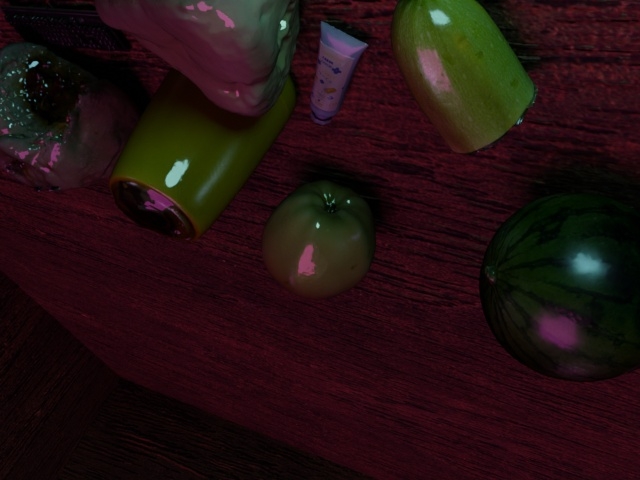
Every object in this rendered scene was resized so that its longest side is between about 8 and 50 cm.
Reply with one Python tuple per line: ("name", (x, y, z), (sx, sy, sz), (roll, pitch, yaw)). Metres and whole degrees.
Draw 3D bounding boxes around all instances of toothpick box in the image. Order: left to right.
("toothpick box", (-0.163, -0.133, 1.101), (0.175, 0.271, 0.175), (23, 155, 12))

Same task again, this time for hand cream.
("hand cream", (0.015, -0.209, 1.045), (0.065, 0.043, 0.171), (27, 153, 4))

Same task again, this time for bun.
("bun", (-0.444, -0.184, 1.356), (0.281, 0.205, 0.281), (31, 169, 7))

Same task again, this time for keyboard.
("keyboard", (-0.400, -0.331, 1.270), (0.230, 0.025, 0.094), (12, 153, 32))

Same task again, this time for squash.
("squash", (0.140, -0.191, 0.862), (0.123, 0.123, 0.187), (1, 144, 45))

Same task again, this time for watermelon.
("watermelon", (0.317, 0.059, 1.013), (0.242, 0.242, 0.242), (23, 155, 12))

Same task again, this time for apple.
("apple", (0.000, 0.000, 1.300), (0.200, 0.200, 0.200), (23, 155, 12))

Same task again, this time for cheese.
("cheese", (-0.094, -0.257, 0.911), (0.251, 0.174, 0.247), (44, 160, -28))

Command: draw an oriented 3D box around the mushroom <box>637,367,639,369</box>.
("mushroom", (0.450, 0.137, 1.205), (0.109, 0.085, 0.126), (-22, 115, 23))
